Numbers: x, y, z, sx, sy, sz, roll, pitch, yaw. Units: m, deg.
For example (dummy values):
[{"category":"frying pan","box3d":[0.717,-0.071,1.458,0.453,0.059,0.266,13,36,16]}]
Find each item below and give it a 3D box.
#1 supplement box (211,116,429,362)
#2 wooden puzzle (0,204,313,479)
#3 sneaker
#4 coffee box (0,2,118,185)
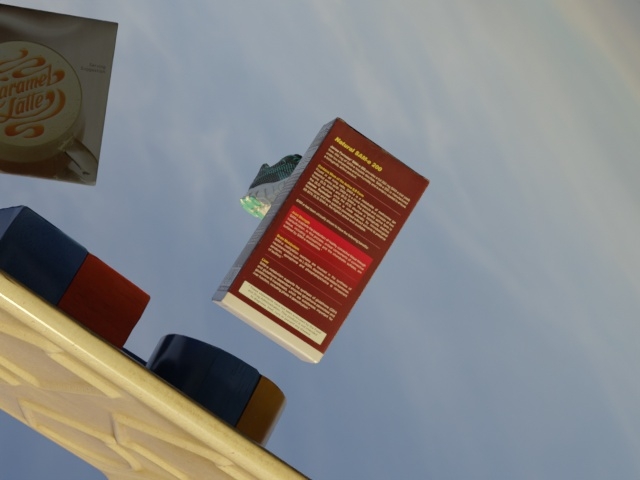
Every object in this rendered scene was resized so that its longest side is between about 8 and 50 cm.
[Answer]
[{"category":"supplement box","box3d":[0.000,0.000,1.469,0.130,0.239,0.073,35,171,-11]},{"category":"wooden puzzle","box3d":[-0.162,0.075,0.855,0.348,0.080,0.322,43,155,-25]},{"category":"sneaker","box3d":[-0.030,-0.078,1.650,0.065,0.166,0.076,41,-125,-37]},{"category":"coffee box","box3d":[-0.304,-0.132,1.110,0.246,0.141,0.098,8,-175,-16]}]
